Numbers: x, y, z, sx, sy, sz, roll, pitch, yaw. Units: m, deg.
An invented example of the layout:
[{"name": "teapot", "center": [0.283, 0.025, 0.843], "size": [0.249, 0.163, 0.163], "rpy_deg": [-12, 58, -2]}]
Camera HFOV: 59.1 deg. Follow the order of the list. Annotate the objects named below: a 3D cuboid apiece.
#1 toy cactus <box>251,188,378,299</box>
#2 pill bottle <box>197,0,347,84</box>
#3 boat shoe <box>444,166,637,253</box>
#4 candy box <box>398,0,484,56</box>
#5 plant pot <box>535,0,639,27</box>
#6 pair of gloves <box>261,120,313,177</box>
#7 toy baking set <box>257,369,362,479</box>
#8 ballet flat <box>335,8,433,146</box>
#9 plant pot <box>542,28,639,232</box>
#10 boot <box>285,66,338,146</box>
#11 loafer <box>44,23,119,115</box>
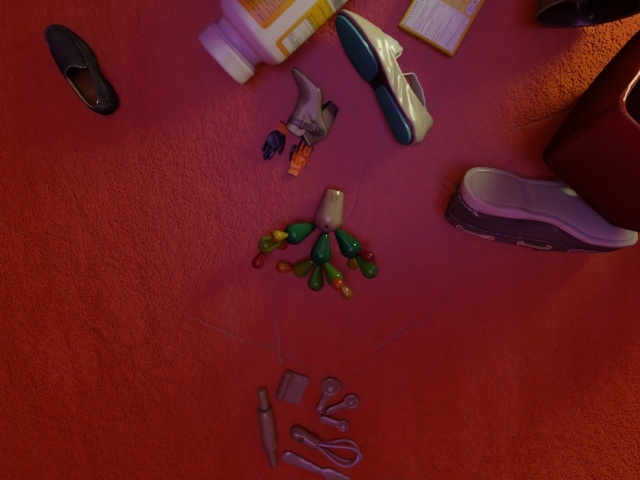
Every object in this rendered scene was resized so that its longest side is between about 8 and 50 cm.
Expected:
[{"name": "toy cactus", "center": [0.000, 0.000, 0.983], "size": [0.218, 0.112, 0.181], "rpy_deg": [13, 92, 8]}, {"name": "pill bottle", "center": [-0.070, -0.366, 0.885], "size": [0.245, 0.136, 0.136], "rpy_deg": [-41, 97, 9]}, {"name": "boat shoe", "center": [0.372, -0.035, 0.958], "size": [0.324, 0.117, 0.097], "rpy_deg": [11, 143, -11]}, {"name": "candy box", "center": [0.224, -0.418, 0.922], "size": [0.105, 0.027, 0.206], "rpy_deg": [30, 100, -1]}, {"name": "plant pot", "center": [0.412, -0.430, 0.855], "size": [0.166, 0.167, 0.165], "rpy_deg": [-2, 93, 2]}, {"name": "pair of gloves", "center": [-0.057, -0.159, 0.990], "size": [0.083, 0.010, 0.074], "rpy_deg": [31, 101, -3]}, {"name": "toy baking set", "center": [-0.020, 0.371, 1.083], "size": [0.196, 0.030, 0.257], "rpy_deg": [-3, 101, 2]}, {"name": "ballet flat", "center": [0.113, -0.276, 0.936], "size": [0.086, 0.086, 0.249], "rpy_deg": [-28, 100, 7]}, {"name": "plant pot", "center": [0.500, -0.159, 0.834], "size": [0.267, 0.235, 0.267], "rpy_deg": [41, 73, -7]}, {"name": "boot", "center": [-0.029, -0.221, 0.957], "size": [0.118, 0.042, 0.087], "rpy_deg": [42, 90, -14]}, {"name": "loafer", "center": [-0.407, -0.290, 0.948], "size": [0.062, 0.061, 0.170], "rpy_deg": [-36, 97, 9]}]
